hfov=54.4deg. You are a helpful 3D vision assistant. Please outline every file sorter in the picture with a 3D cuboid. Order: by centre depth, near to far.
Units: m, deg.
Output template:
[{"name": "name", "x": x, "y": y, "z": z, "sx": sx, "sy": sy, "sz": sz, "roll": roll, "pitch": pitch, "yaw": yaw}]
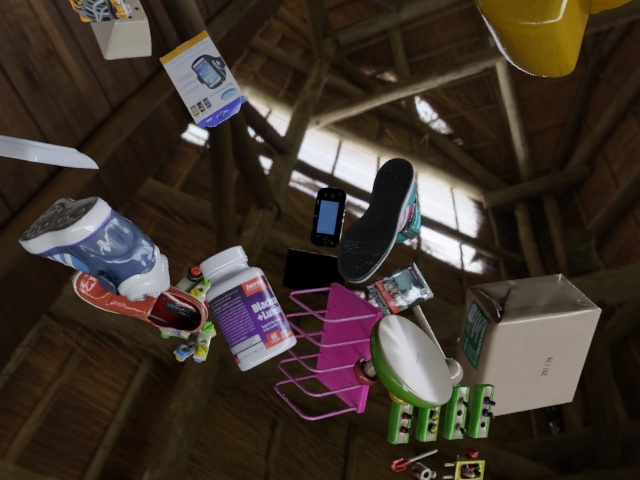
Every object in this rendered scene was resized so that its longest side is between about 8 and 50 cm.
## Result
[{"name": "file sorter", "x": 0.008, "y": 0.287, "z": 1.622, "sx": 0.182, "sy": 0.291, "sz": 0.202, "roll": -3, "pitch": -160, "yaw": -36}]

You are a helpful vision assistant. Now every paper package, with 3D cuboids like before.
[{"name": "paper package", "x": 0.521, "y": 0.276, "z": 1.617, "sx": 0.309, "sy": 0.325, "sz": 0.168, "roll": -6, "pitch": -148, "yaw": -15}]

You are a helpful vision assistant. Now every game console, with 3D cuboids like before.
[{"name": "game console", "x": 0.000, "y": 0.000, "z": 2.098, "sx": 0.213, "sy": 0.362, "sz": 0.044, "roll": 9, "pitch": 179, "yaw": 9}]

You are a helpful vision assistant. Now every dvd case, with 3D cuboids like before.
[{"name": "dvd case", "x": 0.171, "y": 0.108, "z": 1.347, "sx": 0.119, "sy": 0.087, "sz": 0.013, "roll": -28, "pitch": -169, "yaw": 23}]

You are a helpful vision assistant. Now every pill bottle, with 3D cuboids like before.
[{"name": "pill bottle", "x": -0.128, "y": 0.112, "z": 1.058, "sx": 0.108, "sy": 0.194, "sz": 0.108, "roll": -27, "pitch": 175, "yaw": -3}]

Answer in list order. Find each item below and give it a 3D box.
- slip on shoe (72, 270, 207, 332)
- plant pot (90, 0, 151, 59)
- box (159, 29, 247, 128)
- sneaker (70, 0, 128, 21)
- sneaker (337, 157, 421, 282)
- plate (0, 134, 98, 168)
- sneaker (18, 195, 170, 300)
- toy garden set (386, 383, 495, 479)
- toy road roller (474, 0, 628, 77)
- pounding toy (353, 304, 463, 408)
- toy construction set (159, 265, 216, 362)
[{"name": "slip on shoe", "x": -0.421, "y": 0.139, "z": 1.486, "sx": 0.123, "sy": 0.331, "sz": 0.101, "roll": -67, "pitch": -161, "yaw": -4}, {"name": "plant pot", "x": -0.437, "y": -0.481, "z": 1.385, "sx": 0.109, "sy": 0.109, "sz": 0.096, "roll": -16, "pitch": 162, "yaw": -32}, {"name": "box", "x": -0.167, "y": -0.228, "z": 0.907, "sx": 0.081, "sy": 0.136, "sz": 0.028, "roll": -31, "pitch": 170, "yaw": 3}, {"name": "sneaker", "x": -0.380, "y": -0.411, "z": 1.030, "sx": 0.083, "sy": 0.084, "sz": 0.215, "roll": -20, "pitch": 179, "yaw": -6}, {"name": "sneaker", "x": 0.137, "y": -0.017, "z": 1.389, "sx": 0.123, "sy": 0.178, "sz": 0.296, "roll": 20, "pitch": -107, "yaw": 25}, {"name": "plate", "x": -0.707, "y": -0.217, "z": 1.454, "sx": 0.277, "sy": 0.045, "sz": 0.278, "roll": 12, "pitch": -175, "yaw": 9}, {"name": "sneaker", "x": -0.412, "y": 0.037, "z": 1.175, "sx": 0.322, "sy": 0.236, "sz": 0.130, "roll": -3, "pitch": -135, "yaw": 48}, {"name": "toy garden set", "x": 0.245, "y": 0.390, "z": 1.227, "sx": 0.244, "sy": 0.204, "sz": 0.049, "roll": 5, "pitch": -176, "yaw": -28}, {"name": "toy road roller", "x": 0.216, "y": -0.333, "z": 0.733, "sx": 0.329, "sy": 0.202, "sz": 0.241, "roll": 13, "pitch": -95, "yaw": 31}, {"name": "pounding toy", "x": 0.148, "y": 0.234, "z": 1.140, "sx": 0.110, "sy": 0.183, "sz": 0.236, "roll": -44, "pitch": 163, "yaw": 27}, {"name": "toy construction set", "x": -0.342, "y": 0.202, "z": 1.804, "sx": 0.215, "sy": 0.151, "sz": 0.328, "roll": 35, "pitch": -151, "yaw": 5}]
